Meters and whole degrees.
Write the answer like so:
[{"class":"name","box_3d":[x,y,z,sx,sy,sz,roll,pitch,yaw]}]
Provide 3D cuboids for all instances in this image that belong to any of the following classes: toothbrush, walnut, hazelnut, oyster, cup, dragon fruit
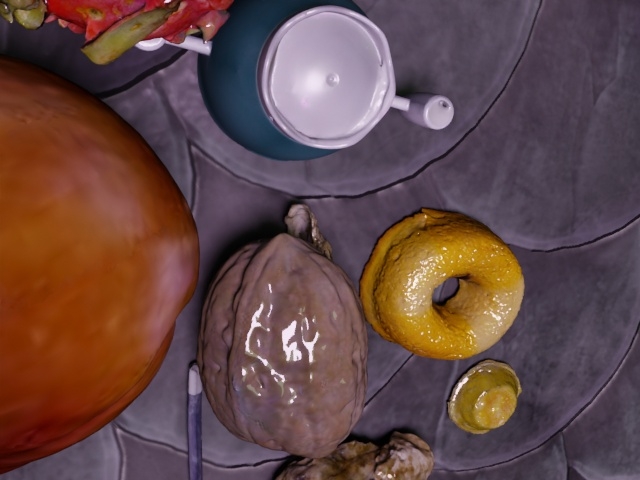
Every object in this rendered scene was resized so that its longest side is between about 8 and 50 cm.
[{"class":"toothbrush","box_3d":[-0.140,0.267,0.761,0.026,0.024,0.288,1,107,-4]},{"class":"walnut","box_3d":[-0.037,0.099,0.662,0.178,0.178,0.230,-7,114,-17]},{"class":"hazelnut","box_3d":[-0.272,0.025,0.473,0.372,0.372,0.315,-39,77,-4]},{"class":"oyster","box_3d":[0.005,0.345,0.802,0.166,0.094,0.294,27,103,-32]},{"class":"oyster","box_3d":[0.000,0.000,0.703,0.038,0.080,0.083,-31,153,-31]},{"class":"cup","box_3d":[-0.017,-0.147,0.592,0.299,0.173,0.167,10,102,-21]},{"class":"dragon fruit","box_3d":[-0.124,-0.196,0.444,0.172,0.166,0.160,-40,114,21]}]

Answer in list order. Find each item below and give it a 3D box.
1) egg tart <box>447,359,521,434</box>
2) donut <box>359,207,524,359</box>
[{"class":"egg tart","box_3d":[0.211,0.201,0.851,0.105,0.039,0.105,-5,106,-16]},{"class":"donut","box_3d":[0.145,0.059,0.764,0.190,0.074,0.174,29,95,-25]}]
